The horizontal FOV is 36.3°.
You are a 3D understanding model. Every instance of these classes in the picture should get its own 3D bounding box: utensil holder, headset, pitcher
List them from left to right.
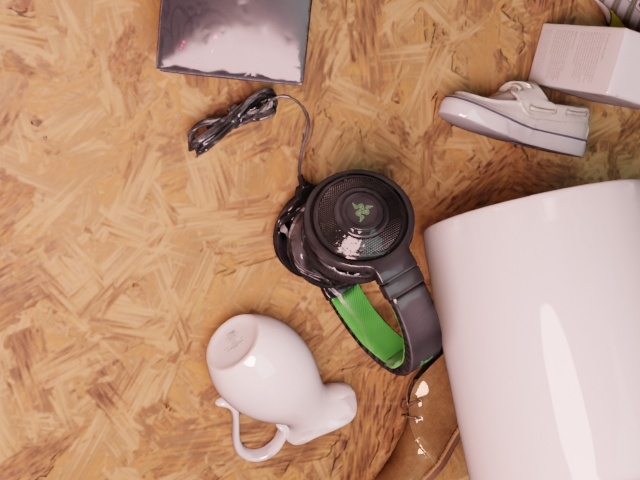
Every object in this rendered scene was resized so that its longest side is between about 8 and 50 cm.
[{"bbox_3d":[-0.075,0.201,1.281,0.177,0.125,0.207,-39,129,4],"label":"pitcher"},{"bbox_3d":[0.000,0.000,1.202,0.185,0.243,0.394,-29,94,-17],"label":"headset"},{"bbox_3d":[0.316,0.143,1.276,0.327,0.327,0.385,-9,83,-24],"label":"utensil holder"}]

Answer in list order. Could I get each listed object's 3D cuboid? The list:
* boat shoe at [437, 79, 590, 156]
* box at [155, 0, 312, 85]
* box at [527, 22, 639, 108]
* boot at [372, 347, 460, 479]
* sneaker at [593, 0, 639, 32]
[{"bbox_3d":[0.279,-0.181,1.364,0.267,0.096,0.088,10,94,-30],"label":"boat shoe"},{"bbox_3d":[-0.087,-0.318,1.089,0.165,0.143,0.270,5,103,-3],"label":"box"},{"bbox_3d":[0.400,-0.241,1.363,0.130,0.170,0.091,10,99,-29],"label":"box"},{"bbox_3d":[0.145,0.267,1.422,0.115,0.112,0.305,45,74,-12],"label":"boot"},{"bbox_3d":[0.442,-0.365,1.380,0.300,0.121,0.111,37,85,-29],"label":"sneaker"}]
